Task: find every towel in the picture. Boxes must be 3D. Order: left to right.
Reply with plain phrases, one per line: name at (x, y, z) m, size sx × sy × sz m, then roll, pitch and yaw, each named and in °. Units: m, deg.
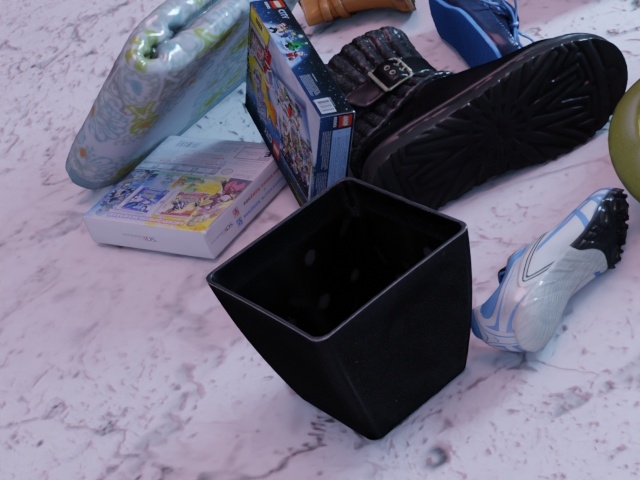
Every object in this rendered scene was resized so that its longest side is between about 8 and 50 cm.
towel at (-0.158, -0.246, 1.921) m, size 0.374 × 0.090 × 0.320 m, roll -45°, pitch -4°, yaw -33°

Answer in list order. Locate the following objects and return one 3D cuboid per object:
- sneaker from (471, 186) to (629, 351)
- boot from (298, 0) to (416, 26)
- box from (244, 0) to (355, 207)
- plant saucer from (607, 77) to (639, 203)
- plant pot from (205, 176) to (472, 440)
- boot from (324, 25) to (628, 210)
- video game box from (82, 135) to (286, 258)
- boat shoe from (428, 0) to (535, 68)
sneaker at (0.230, 0.020, 1.481) m, size 0.086 × 0.085 × 0.237 m, roll 14°, pitch 45°, yaw 39°
boot at (0.049, -0.342, 2.134) m, size 0.152 × 0.073 × 0.197 m, roll -21°, pitch 20°, yaw -2°
box at (-0.029, -0.155, 1.759) m, size 0.044 × 0.159 × 0.233 m, roll -12°, pitch 46°, yaw -18°
plant saucer at (0.416, -0.113, 1.530) m, size 0.241 × 0.037 × 0.241 m, roll -4°, pitch 55°, yaw 6°
plant pot at (0.037, 0.074, 1.434) m, size 0.188 × 0.167 × 0.187 m, roll -37°, pitch 36°, yaw -22°
boot at (0.158, -0.178, 1.769) m, size 0.348 × 0.131 × 0.260 m, roll -25°, pitch 32°, yaw -5°
video game box at (-0.160, -0.057, 1.850) m, size 0.205 × 0.048 × 0.187 m, roll 7°, pitch 39°, yaw 37°
boat shoe at (0.212, -0.284, 1.920) m, size 0.089 × 0.109 × 0.258 m, roll -20°, pitch 34°, yaw -5°
